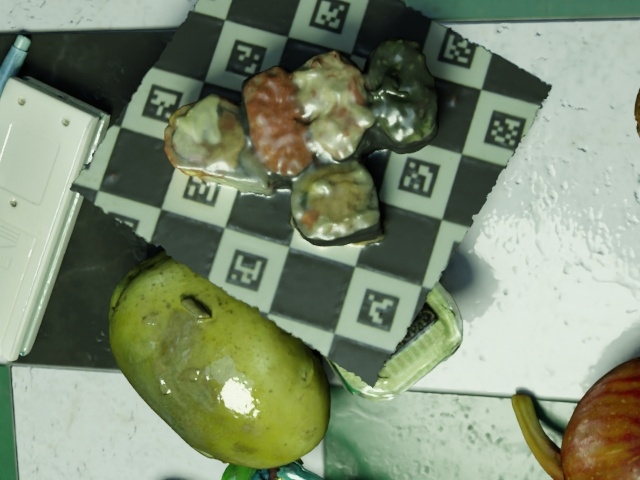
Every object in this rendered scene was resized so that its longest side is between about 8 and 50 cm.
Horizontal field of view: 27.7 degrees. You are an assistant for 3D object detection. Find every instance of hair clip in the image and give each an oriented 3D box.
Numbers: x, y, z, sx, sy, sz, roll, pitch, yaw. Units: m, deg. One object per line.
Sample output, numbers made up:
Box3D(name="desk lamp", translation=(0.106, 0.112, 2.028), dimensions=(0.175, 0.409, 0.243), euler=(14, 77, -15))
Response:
Box3D(name="hair clip", translation=(0.001, 0.001, 1.214), dimensions=(0.138, 0.091, 0.321), euler=(-38, 79, -1))

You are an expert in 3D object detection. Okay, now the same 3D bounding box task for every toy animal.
Box3D(name="toy animal", translation=(-0.001, 0.265, 1.265), dimensions=(0.208, 0.100, 0.103), euler=(28, 146, 24))

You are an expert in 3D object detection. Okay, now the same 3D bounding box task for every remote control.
Box3D(name="remote control", translation=(-0.308, -0.022, 1.335), dimensions=(0.102, 0.055, 0.277), euler=(25, 106, 12))

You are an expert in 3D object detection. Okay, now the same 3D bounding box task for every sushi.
Box3D(name="sushi", translation=(-0.010, -0.097, 1.152), dimensions=(0.339, 0.069, 0.320), euler=(33, 84, 10))

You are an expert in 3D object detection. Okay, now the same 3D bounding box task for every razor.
Box3D(name="razor", translation=(-0.331, -0.148, 1.325), dimensions=(0.040, 0.068, 0.135), euler=(28, 95, 8))

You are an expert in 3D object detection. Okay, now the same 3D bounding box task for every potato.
Box3D(name="potato", translation=(-0.099, 0.115, 1.231), dimensions=(0.197, 0.148, 0.228), euler=(-24, 103, 44))

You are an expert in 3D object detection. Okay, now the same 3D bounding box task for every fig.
Box3D(name="fig", translation=(0.272, 0.198, 1.144), dimensions=(0.207, 0.175, 0.175), euler=(-22, 93, 35))

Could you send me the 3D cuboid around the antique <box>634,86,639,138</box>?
Box3D(name="antique", translation=(0.313, -0.110, 1.095), dimensions=(0.104, 0.104, 0.104), euler=(3, 101, 17))
